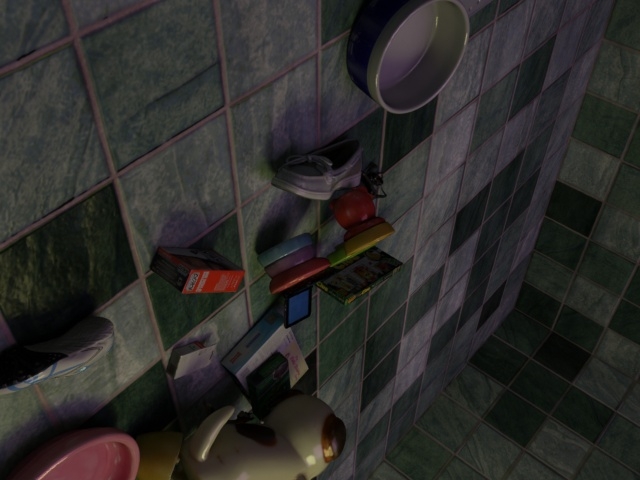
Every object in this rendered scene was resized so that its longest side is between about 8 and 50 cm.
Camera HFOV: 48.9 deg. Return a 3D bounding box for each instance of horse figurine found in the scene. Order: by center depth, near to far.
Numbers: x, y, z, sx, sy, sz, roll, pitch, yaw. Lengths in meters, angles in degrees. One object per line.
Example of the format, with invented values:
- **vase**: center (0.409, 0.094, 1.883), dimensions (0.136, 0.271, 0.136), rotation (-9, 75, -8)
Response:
- **horse figurine**: center (-0.297, 0.514, 1.767), dimensions (0.263, 0.066, 0.174), rotation (-54, 148, -10)

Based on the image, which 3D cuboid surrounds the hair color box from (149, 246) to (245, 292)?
- **hair color box**: center (-0.233, 0.057, 1.355), dimensions (0.167, 0.093, 0.053), rotation (3, 115, -61)

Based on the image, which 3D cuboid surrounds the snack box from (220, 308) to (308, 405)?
- **snack box**: center (-0.136, 0.328, 1.844), dimensions (0.187, 0.060, 0.322), rotation (-46, 151, -19)

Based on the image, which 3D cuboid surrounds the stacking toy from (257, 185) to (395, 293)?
- **stacking toy**: center (0.000, 0.000, 1.637), dimensions (0.308, 0.131, 0.279), rotation (-26, 176, -2)

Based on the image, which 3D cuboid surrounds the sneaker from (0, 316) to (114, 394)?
- **sneaker**: center (-0.443, 0.203, 1.166), dimensions (0.237, 0.085, 0.086), rotation (-24, 133, -46)

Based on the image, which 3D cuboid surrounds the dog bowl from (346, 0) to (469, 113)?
- **dog bowl**: center (0.186, -0.410, 1.497), dimensions (0.264, 0.104, 0.265), rotation (-29, 144, -24)

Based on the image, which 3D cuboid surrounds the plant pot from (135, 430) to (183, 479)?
- **plant pot**: center (-0.369, 0.475, 1.545), dimensions (0.134, 0.095, 0.134), rotation (-160, -90, -80)

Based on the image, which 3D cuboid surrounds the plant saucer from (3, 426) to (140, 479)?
- **plant saucer**: center (-0.507, 0.495, 1.371), dimensions (0.332, 0.084, 0.332), rotation (-41, 149, -31)

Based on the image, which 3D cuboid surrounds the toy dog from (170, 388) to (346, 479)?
- **toy dog**: center (-0.140, 0.512, 1.679), dimensions (0.407, 0.284, 0.396), rotation (-19, 110, -36)

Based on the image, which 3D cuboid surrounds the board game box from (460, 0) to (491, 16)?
- **board game box**: center (0.347, -0.689, 1.589), dimensions (0.390, 0.050, 0.390), rotation (-40, 149, -31)

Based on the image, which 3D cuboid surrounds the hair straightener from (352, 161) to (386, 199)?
- **hair straightener**: center (0.134, -0.151, 1.803), dimensions (0.089, 0.047, 0.230), rotation (-60, 154, 5)

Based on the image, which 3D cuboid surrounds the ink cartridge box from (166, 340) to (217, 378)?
- **ink cartridge box**: center (-0.284, 0.259, 1.557), dimensions (0.115, 0.029, 0.063), rotation (-14, 129, -56)

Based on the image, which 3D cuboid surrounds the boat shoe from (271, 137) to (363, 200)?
- **boat shoe**: center (0.002, -0.157, 1.511), dimensions (0.320, 0.118, 0.103), rotation (-20, 127, -57)

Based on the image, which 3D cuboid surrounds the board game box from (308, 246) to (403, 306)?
- **board game box**: center (0.097, 0.083, 1.896), dimensions (0.259, 0.136, 0.030), rotation (-28, 139, -45)

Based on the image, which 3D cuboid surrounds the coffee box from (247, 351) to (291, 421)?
- **coffee box**: center (-0.127, 0.375, 1.795), dimensions (0.113, 0.040, 0.184), rotation (-37, 148, -29)

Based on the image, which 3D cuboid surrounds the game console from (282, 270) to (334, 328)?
- **game console**: center (-0.027, 0.144, 1.745), dimensions (0.124, 0.085, 0.144), rotation (-28, 176, 27)
